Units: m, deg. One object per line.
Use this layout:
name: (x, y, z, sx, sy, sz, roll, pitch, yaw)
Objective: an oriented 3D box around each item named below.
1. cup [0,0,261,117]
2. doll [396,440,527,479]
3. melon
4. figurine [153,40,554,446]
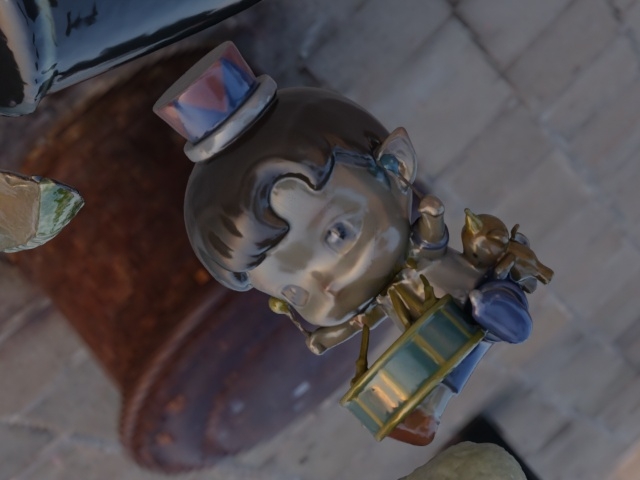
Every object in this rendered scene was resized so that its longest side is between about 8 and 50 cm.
cup: (-0.109, -0.161, 0.662, 0.176, 0.223, 0.169, -38, 166, -22)
doll: (0.044, 0.200, 1.102, 0.278, 0.175, 0.149, -2, 113, -52)
melon: (-0.177, -0.029, 0.908, 0.054, 0.182, 0.098, -57, 142, -17)
figurine: (0.004, -0.003, 1.117, 0.161, 0.275, 0.158, -54, 168, 32)
